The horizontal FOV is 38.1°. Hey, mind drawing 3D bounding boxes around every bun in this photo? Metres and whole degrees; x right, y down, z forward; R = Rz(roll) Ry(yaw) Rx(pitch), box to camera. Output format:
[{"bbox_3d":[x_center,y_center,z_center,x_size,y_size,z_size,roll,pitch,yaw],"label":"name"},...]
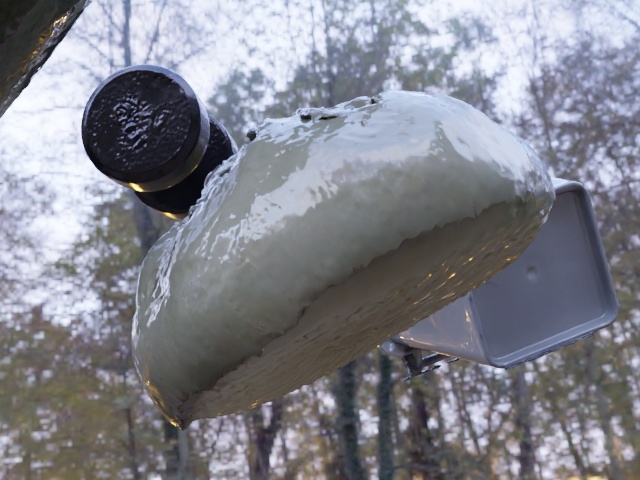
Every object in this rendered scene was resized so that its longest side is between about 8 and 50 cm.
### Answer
[{"bbox_3d":[0.000,0.000,0.575,0.287,0.146,0.287,-27,-10,-5],"label":"bun"}]

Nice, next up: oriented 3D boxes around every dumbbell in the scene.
[{"bbox_3d":[-0.201,-0.120,1.202,0.152,0.152,0.218,-10,-13,7],"label":"dumbbell"}]

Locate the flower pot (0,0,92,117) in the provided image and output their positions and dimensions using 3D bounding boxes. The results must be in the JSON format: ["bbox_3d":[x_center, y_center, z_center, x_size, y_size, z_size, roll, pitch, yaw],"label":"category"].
[{"bbox_3d":[-0.263,-0.222,0.570,0.293,0.293,0.330,17,-63,-45],"label":"flower pot"}]

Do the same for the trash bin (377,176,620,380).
[{"bbox_3d":[0.200,0.046,1.189,0.256,0.296,0.368,-18,9,-14],"label":"trash bin"}]
